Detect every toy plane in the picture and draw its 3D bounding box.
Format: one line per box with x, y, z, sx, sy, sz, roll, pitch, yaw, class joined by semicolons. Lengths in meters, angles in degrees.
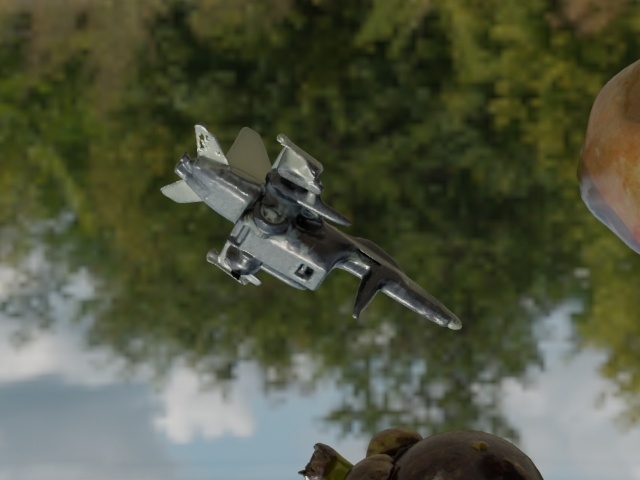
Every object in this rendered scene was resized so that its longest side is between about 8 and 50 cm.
-0.005;0.007;1.567;0.088;0.262;0.192;-49;175;-37;toy plane

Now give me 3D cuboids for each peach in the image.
0.324;-0.065;1.597;0.235;0.214;0.214;4;-174;25;peach

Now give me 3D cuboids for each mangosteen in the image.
0.084;0.232;1.630;0.217;0.192;0.192;35;-164;17;mangosteen
